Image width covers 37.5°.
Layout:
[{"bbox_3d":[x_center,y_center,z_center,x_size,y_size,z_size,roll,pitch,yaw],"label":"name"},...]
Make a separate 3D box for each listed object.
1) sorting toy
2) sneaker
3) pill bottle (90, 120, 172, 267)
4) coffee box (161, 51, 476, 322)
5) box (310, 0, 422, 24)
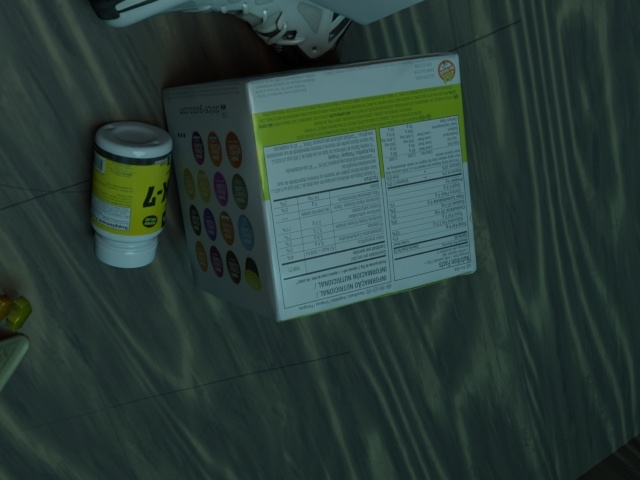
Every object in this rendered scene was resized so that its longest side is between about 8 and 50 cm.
[{"bbox_3d":[-0.550,0.203,1.480,0.307,0.041,0.229,-55,170,8],"label":"sorting toy"},{"bbox_3d":[-0.103,-0.344,1.400,0.447,0.169,0.257,-27,128,-19],"label":"sneaker"},{"bbox_3d":[-0.299,-0.071,1.479,0.119,0.119,0.209,-6,122,-30],"label":"pill bottle"},{"bbox_3d":[-0.007,-0.094,1.442,0.338,0.337,0.334,-13,102,-26],"label":"coffee box"},{"bbox_3d":[0.051,-0.500,1.255,0.215,0.168,0.345,17,80,-29],"label":"box"}]
